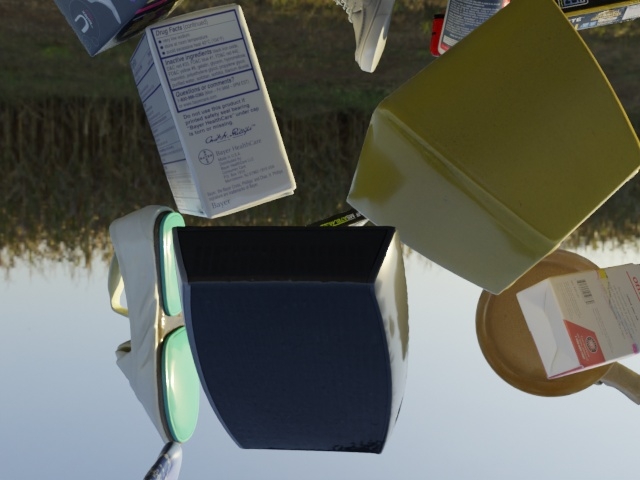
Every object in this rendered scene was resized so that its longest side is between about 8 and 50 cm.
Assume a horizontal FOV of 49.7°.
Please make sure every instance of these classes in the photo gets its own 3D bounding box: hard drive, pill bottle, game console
[{"bbox_3d":[-0.017,0.091,0.539,0.172,0.255,0.054,0,-133,7],"label":"hard drive"},{"bbox_3d":[0.277,-0.414,1.223,0.107,0.180,0.108,5,-147,-4],"label":"pill bottle"},{"bbox_3d":[0.308,-0.428,1.411,0.144,0.124,0.085,6,180,24],"label":"game console"}]

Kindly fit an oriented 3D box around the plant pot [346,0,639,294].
[{"bbox_3d":[0.175,-0.073,0.678,0.212,0.187,0.212,-39,168,-17],"label":"plant pot"}]

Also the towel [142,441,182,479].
[{"bbox_3d":[-0.224,0.398,0.742,0.040,0.243,0.336,17,-165,1],"label":"towel"}]

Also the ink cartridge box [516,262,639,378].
[{"bbox_3d":[0.361,0.098,0.882,0.198,0.115,0.067,-6,160,-27],"label":"ink cartridge box"}]

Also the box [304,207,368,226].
[{"bbox_3d":[0.000,0.000,1.618,0.184,0.045,0.190,-18,163,-38],"label":"box"}]

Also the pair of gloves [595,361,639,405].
[{"bbox_3d":[0.521,0.192,1.332,0.204,0.042,0.240,27,-142,-6],"label":"pair of gloves"}]

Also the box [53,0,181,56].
[{"bbox_3d":[-0.276,-0.408,0.997,0.270,0.165,0.143,-14,-158,50],"label":"box"}]

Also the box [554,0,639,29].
[{"bbox_3d":[0.514,-0.580,1.374,0.257,0.322,0.079,-9,165,12],"label":"box"}]

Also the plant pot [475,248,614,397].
[{"bbox_3d":[0.366,0.131,1.112,0.236,0.236,0.032,0,177,3],"label":"plant pot"}]

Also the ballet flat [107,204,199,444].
[{"bbox_3d":[-0.283,0.141,1.151,0.139,0.400,0.139,-3,-174,0],"label":"ballet flat"}]

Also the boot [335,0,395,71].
[{"bbox_3d":[0.063,-0.405,1.193,0.123,0.258,0.095,13,151,4],"label":"boot"}]

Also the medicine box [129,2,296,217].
[{"bbox_3d":[-0.183,-0.195,1.112,0.149,0.289,0.263,-20,-169,-18],"label":"medicine box"}]
